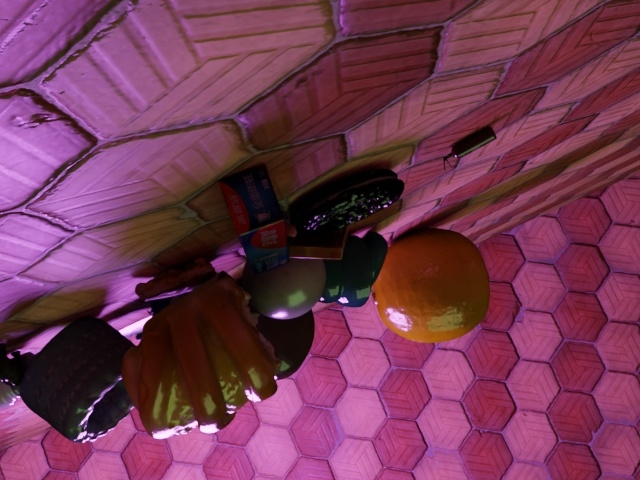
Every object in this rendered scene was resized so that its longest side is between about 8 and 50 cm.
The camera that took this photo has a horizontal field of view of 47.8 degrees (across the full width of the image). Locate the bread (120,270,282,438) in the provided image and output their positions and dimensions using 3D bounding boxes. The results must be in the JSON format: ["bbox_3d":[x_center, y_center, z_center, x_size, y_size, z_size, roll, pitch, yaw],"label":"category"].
[{"bbox_3d":[-0.192,0.222,1.223,0.270,0.211,0.315,-36,161,-17],"label":"bread"}]

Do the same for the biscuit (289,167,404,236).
[{"bbox_3d":[0.042,-0.060,1.156,0.195,0.053,0.194,-23,171,-4],"label":"biscuit"}]

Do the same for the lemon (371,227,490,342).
[{"bbox_3d":[0.310,0.128,2.034,0.348,0.347,0.348,-23,171,-4],"label":"lemon"}]

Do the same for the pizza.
[{"bbox_3d":[-0.227,0.062,1.217,0.178,0.041,0.131,-16,170,-38],"label":"pizza"}]

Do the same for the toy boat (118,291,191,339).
[{"bbox_3d":[-0.333,0.161,1.454,0.292,0.070,0.210,-25,166,31],"label":"toy boat"}]

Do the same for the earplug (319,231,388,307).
[{"bbox_3d":[0.052,0.056,1.650,0.280,0.163,0.257,-4,-162,-31],"label":"earplug"}]

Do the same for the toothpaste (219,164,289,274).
[{"bbox_3d":[-0.085,-0.018,1.011,0.066,0.076,0.320,-20,170,-5],"label":"toothpaste"}]

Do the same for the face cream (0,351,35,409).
[{"bbox_3d":[-0.624,0.280,1.312,0.312,0.092,0.092,-22,170,-4],"label":"face cream"}]

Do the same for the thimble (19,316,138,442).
[{"bbox_3d":[-0.410,0.248,1.299,0.198,0.143,0.235,-57,168,8],"label":"thimble"}]

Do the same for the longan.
[{"bbox_3d":[-0.114,0.194,1.588,0.248,0.248,0.248,-23,171,-4],"label":"longan"}]

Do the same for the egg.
[{"bbox_3d":[-0.067,0.068,1.306,0.149,0.149,0.192,-20,177,-20],"label":"egg"}]

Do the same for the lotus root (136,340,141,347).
[{"bbox_3d":[-0.334,0.260,1.707,0.257,0.140,0.154,5,171,-34],"label":"lotus root"}]

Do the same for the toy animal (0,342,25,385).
[{"bbox_3d":[-0.534,0.204,1.191,0.047,0.065,0.135,-24,158,-5],"label":"toy animal"}]

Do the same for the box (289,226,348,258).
[{"bbox_3d":[0.000,0.000,1.222,0.089,0.022,0.156,3,-165,4],"label":"box"}]

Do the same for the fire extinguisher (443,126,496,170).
[{"bbox_3d":[0.246,-0.158,1.209,0.100,0.032,0.046,-28,-156,22],"label":"fire extinguisher"}]
